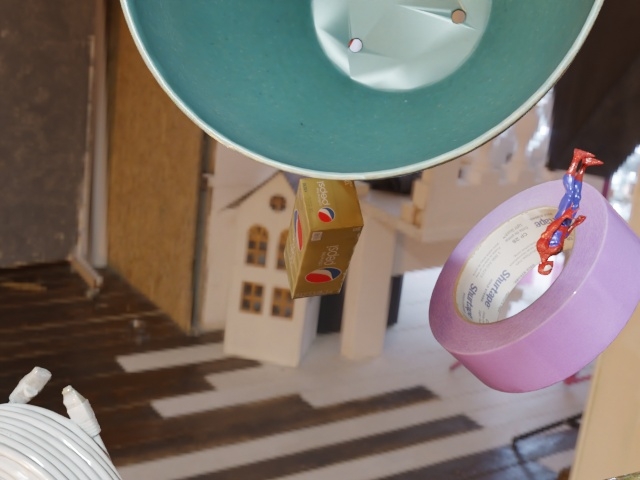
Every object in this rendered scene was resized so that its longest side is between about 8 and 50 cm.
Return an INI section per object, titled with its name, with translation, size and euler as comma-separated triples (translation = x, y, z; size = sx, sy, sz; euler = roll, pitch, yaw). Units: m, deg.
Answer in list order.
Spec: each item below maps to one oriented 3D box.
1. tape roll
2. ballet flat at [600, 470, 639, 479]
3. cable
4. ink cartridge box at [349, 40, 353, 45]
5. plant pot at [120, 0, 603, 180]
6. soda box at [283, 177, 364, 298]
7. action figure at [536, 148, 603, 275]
[tape roll]
translation = 0.269, 0.055, 1.208
size = 0.090, 0.275, 0.275
euler = 41, 4, -23
[ballet flat]
translation = 0.198, 0.269, 0.814
size = 0.123, 0.123, 0.348
euler = -3, -20, -31
[cable]
translation = -0.268, 0.272, 0.824
size = 0.257, 0.257, 0.089
euler = -34, -4, 21
[ink cartridge box]
translation = -0.019, -0.232, 0.820
size = 0.056, 0.181, 0.225
euler = 7, 33, -41
[plant pot]
translation = 0.038, -0.179, 0.625
size = 0.290, 0.290, 0.195
euler = 11, 2, 12
[soda box]
translation = 0.000, 0.000, 1.031
size = 0.058, 0.061, 0.181
euler = -6, -25, -12
[action figure]
translation = 0.220, -0.022, 0.852
size = 0.030, 0.115, 0.038
euler = 26, 4, 32
